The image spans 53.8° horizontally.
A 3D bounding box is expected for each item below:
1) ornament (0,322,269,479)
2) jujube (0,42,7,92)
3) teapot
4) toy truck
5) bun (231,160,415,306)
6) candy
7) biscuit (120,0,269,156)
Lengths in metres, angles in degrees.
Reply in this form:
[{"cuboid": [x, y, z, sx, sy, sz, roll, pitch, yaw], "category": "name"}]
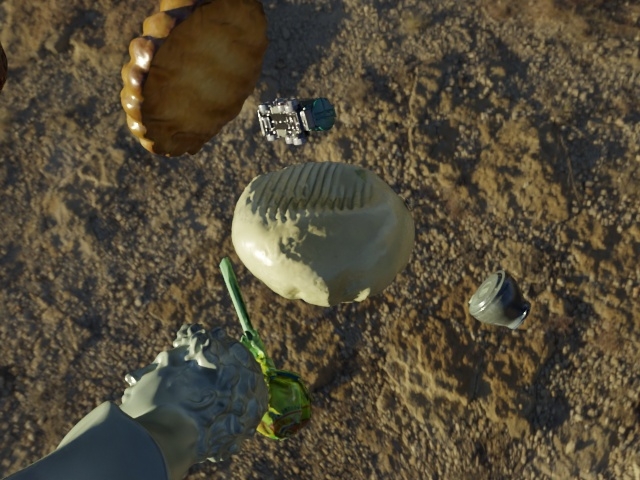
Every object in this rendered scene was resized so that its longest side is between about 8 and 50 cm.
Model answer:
[{"cuboid": [-0.146, 0.179, 0.552, 0.120, 0.130, 0.285, -38, 2, 34], "category": "ornament"}, {"cuboid": [-0.255, -0.129, 0.383, 0.077, 0.129, 0.077, -16, 53, 23], "category": "jujube"}, {"cuboid": [0.214, 0.079, 0.761, 0.057, 0.088, 0.066, 37, 69, -2], "category": "teapot"}, {"cuboid": [-0.023, -0.113, 0.580, 0.044, 0.039, 0.083, -24, 21, -25], "category": "toy truck"}, {"cuboid": [0.000, 0.000, 0.872, 0.259, 0.160, 0.259, -2, 28, 1], "category": "bun"}, {"cuboid": [-0.085, 0.127, 0.800, 0.073, 0.077, 0.262, -45, 53, 28], "category": "candy"}, {"cuboid": [-0.224, -0.301, 1.104, 0.107, 0.326, 0.326, 37, 72, 15], "category": "biscuit"}]
